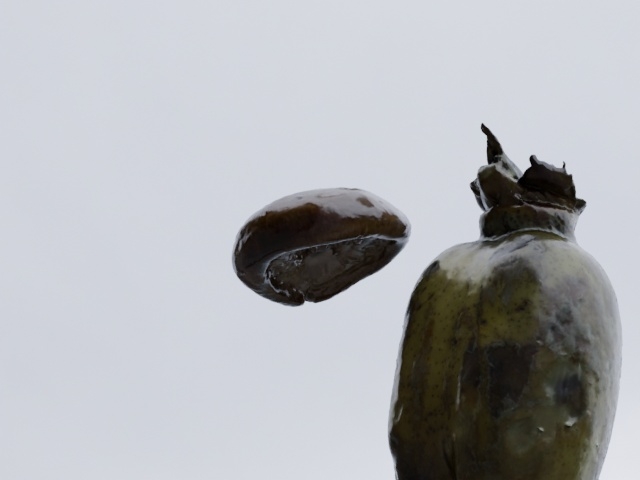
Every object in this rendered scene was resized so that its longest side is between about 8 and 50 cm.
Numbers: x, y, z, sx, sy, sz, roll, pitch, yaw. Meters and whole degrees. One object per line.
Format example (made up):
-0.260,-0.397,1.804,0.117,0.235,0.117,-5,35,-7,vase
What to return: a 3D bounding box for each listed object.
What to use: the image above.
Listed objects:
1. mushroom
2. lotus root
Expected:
0.000,0.000,1.095,0.123,0.052,0.123,-14,-21,-6,mushroom
0.125,0.067,1.078,0.154,0.278,0.154,7,-19,2,lotus root
